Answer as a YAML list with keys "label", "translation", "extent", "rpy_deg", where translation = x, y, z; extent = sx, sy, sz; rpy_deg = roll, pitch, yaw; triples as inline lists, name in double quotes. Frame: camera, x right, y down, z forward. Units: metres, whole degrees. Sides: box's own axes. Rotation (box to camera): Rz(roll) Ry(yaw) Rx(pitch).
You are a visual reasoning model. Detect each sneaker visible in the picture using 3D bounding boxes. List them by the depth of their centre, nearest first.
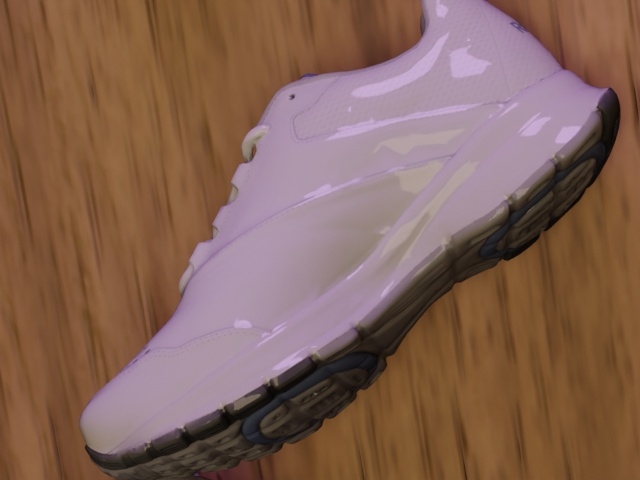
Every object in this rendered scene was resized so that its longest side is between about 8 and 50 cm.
- label: "sneaker"
  translation: [0.000, 0.000, 0.884]
  extent: [0.297, 0.111, 0.129]
  rpy_deg: [-40, 73, -7]

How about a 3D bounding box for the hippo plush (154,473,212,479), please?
- label: "hippo plush"
  translation: [-0.048, 0.229, 0.869]
  extent: [0.236, 0.234, 0.294]
  rpy_deg: [44, 105, 0]
